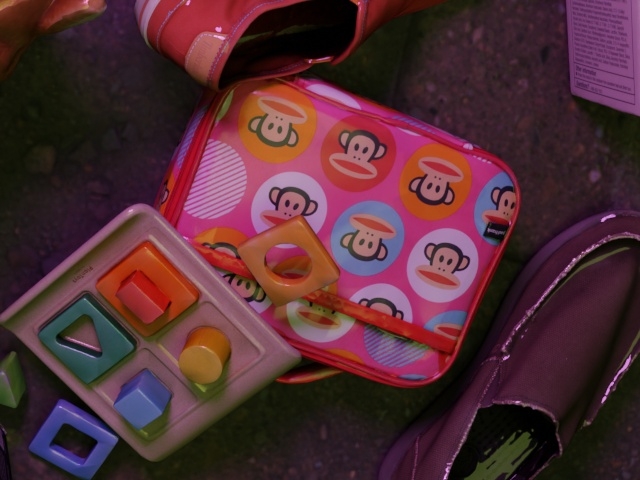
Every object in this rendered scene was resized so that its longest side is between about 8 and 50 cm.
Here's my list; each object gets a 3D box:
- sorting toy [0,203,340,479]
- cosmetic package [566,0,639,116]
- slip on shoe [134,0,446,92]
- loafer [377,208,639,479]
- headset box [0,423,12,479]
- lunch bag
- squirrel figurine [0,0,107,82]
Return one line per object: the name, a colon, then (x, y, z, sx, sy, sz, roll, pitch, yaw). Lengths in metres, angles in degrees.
sorting toy: (-0.141, 0.086, 1.268, 0.347, 0.047, 0.196, -38, 109, 26)
cosmetic package: (0.281, -0.270, 1.312, 0.113, 0.160, 0.310, -8, 106, -13)
slip on shoe: (0.012, -0.189, 1.246, 0.331, 0.101, 0.123, -19, 150, -34)
loafer: (0.205, 0.138, 1.402, 0.133, 0.130, 0.366, 35, 93, -19)
headset box: (-0.392, 0.220, 1.215, 0.283, 0.246, 0.131, -32, 109, -4)
lunch bag: (0.000, 0.000, 1.333, 0.293, 0.120, 0.258, 20, 101, -15)
squirrel figurine: (-0.322, -0.085, 1.079, 0.281, 0.397, 0.370, 42, 102, -12)
